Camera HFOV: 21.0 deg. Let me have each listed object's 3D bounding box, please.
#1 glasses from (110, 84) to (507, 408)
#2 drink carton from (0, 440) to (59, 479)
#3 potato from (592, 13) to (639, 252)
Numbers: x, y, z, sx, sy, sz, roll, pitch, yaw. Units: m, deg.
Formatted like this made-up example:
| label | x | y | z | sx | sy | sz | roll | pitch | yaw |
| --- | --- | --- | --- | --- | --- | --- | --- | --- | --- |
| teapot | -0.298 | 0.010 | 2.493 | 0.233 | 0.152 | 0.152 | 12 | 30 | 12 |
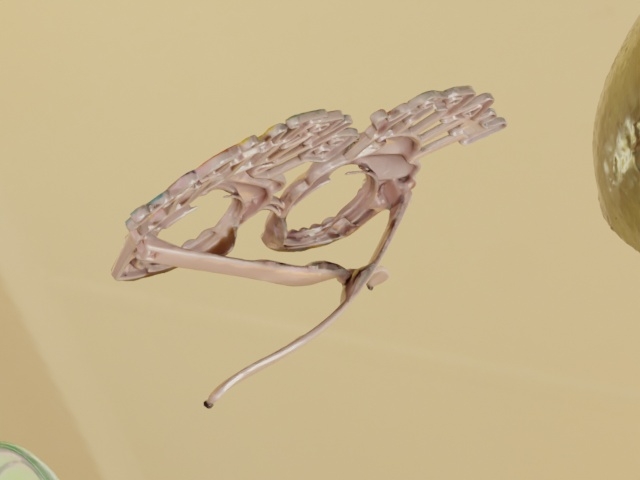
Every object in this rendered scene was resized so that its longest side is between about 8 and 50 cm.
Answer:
| label | x | y | z | sx | sy | sz | roll | pitch | yaw |
| --- | --- | --- | --- | --- | --- | --- | --- | --- | --- |
| glasses | 0.000 | -0.009 | 0.892 | 0.095 | 0.255 | 0.162 | 54 | -49 | 19 |
| drink carton | -0.172 | 0.139 | 0.652 | 0.142 | 0.146 | 0.144 | -11 | -31 | 17 |
| potato | 0.234 | -0.054 | 1.093 | 0.255 | 0.112 | 0.269 | 159 | -72 | -72 |
